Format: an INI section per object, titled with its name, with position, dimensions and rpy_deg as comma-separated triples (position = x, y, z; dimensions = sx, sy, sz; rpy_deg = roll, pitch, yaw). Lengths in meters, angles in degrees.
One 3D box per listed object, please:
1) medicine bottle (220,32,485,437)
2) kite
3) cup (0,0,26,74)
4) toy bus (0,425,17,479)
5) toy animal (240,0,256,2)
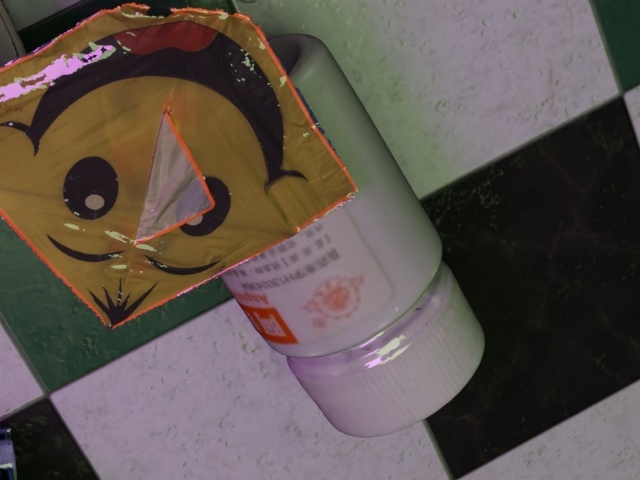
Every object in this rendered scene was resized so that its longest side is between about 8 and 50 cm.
[medicine bottle]
position = 0.000, 0.000, 1.295
dimensions = 0.211, 0.211, 0.371
rpy_deg = -33, 116, -3
[kite]
position = -0.150, -0.053, 1.111
dimensions = 0.378, 0.013, 0.327
rpy_deg = 7, 123, -16
[cup]
position = -0.424, -0.173, 1.096
dimensions = 0.274, 0.253, 0.253
rpy_deg = -32, 116, 6
[toy bus]
position = -0.351, 0.301, 1.277
dimensions = 0.128, 0.256, 0.147
rpy_deg = -6, 114, -14
[toy animal]
position = -0.074, -0.367, 1.136
dimensions = 0.265, 0.206, 0.271
rpy_deg = 25, 104, -27
